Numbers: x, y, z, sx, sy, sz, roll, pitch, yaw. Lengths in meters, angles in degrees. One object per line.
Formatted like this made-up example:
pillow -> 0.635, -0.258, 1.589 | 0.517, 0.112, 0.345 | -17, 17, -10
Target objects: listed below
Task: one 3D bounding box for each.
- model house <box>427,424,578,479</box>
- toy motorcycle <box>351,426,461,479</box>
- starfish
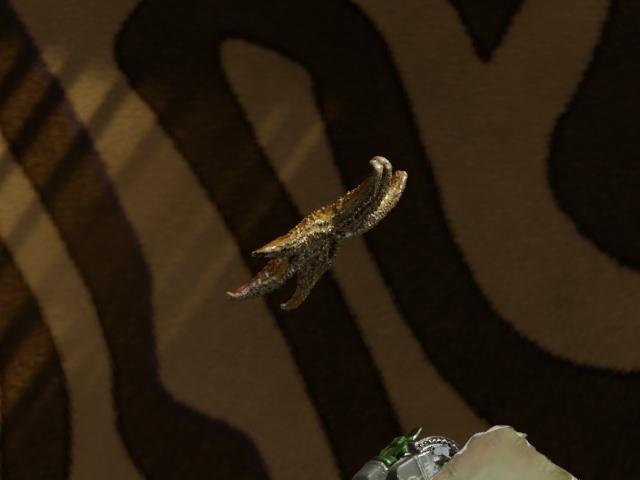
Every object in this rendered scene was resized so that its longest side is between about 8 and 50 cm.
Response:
model house -> 0.171, 0.340, 1.008 | 0.243, 0.284, 0.298 | -38, 59, -20
toy motorcycle -> 0.110, 0.332, 1.381 | 0.125, 0.187, 0.274 | -32, 79, 62
starfish -> -0.001, -0.001, 1.399 | 0.043, 0.227, 0.240 | 51, 141, 22
